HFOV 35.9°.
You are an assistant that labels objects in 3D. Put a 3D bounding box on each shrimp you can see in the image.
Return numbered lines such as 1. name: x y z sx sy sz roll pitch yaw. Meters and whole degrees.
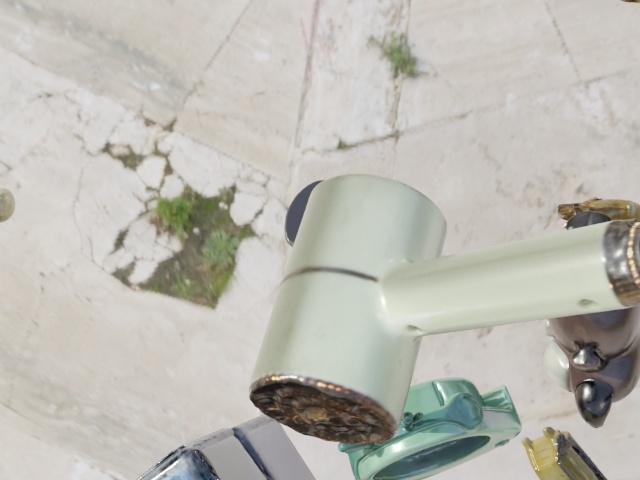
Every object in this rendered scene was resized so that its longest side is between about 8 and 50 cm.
1. shrimp: 0.354 -0.030 1.278 0.162 0.095 0.045 5 83 -28

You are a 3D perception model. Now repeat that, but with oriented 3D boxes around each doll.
1. doll: 0.321 0.094 1.157 0.117 0.257 0.182 9 50 24

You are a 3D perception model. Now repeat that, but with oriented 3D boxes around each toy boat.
1. toy boat: 0.386 0.361 1.447 0.226 0.068 0.088 49 38 -6

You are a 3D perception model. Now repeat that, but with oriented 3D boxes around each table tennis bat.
1. table tennis bat: 0.000 0.000 1.547 0.130 0.019 0.220 20 65 2

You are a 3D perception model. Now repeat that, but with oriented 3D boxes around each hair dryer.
1. hair dryer: 0.109 0.036 0.745 0.128 0.362 0.203 38 55 -32

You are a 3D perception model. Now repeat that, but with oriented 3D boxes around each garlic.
1. garlic: -0.417 -0.044 1.251 0.053 0.083 0.041 14 111 23

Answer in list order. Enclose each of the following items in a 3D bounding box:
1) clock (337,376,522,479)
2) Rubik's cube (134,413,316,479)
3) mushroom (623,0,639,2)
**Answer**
1. clock: 0.101 0.191 0.993 0.159 0.211 0.066 -30 64 21
2. Rubik's cube: -0.140 0.438 1.238 0.318 0.313 0.316 -36 80 11
3. mushroom: 0.441 -0.338 1.172 0.356 0.334 0.331 -39 87 -1
